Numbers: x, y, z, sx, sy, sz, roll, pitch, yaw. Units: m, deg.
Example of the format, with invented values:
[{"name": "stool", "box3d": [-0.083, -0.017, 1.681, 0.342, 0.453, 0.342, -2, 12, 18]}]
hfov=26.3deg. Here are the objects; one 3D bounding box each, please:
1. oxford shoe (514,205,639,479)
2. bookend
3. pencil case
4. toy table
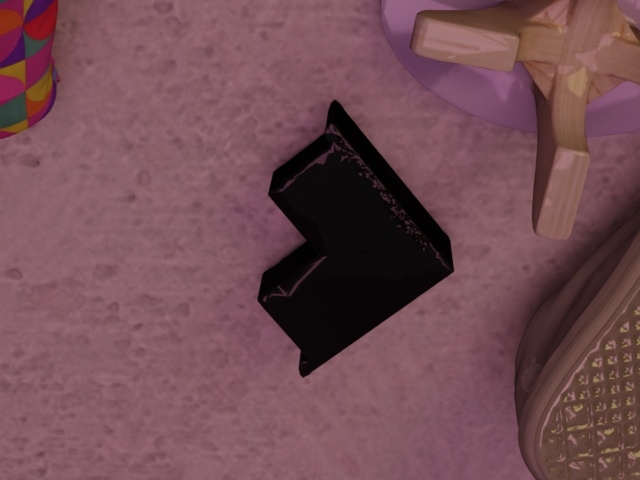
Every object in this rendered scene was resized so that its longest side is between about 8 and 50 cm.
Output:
[{"name": "oxford shoe", "box3d": [0.305, 0.008, 1.085, 0.169, 0.130, 0.449, 39, 92, -15]}, {"name": "bookend", "box3d": [0.000, 0.000, 1.111, 0.157, 0.072, 0.156, -37, 105, 15]}, {"name": "pencil case", "box3d": [-0.234, -0.164, 0.974, 0.104, 0.236, 0.105, 4, 67, -9]}, {"name": "toy table", "box3d": [0.183, -0.143, 1.006, 0.274, 0.161, 0.252, -1, 111, 1]}]
